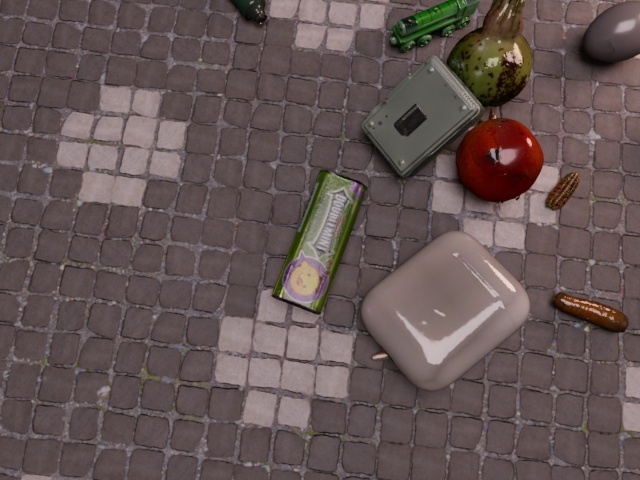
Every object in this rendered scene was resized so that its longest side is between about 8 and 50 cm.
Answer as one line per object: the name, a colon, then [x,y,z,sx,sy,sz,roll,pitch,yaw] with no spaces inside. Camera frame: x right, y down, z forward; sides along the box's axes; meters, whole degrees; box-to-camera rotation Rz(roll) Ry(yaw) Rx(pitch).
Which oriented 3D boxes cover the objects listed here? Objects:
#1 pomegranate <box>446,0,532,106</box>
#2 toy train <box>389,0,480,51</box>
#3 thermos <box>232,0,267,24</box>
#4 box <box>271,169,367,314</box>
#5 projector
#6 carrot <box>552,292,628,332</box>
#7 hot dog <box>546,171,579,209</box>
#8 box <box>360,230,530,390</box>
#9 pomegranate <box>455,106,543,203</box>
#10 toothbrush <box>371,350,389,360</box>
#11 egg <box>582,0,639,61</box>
pomegranate: [0.452,-0.469,1.398,0.203,0.276,0.222,28,42,-15]
toy train: [0.306,-0.595,1.494,0.251,0.119,0.085,-25,81,-7]
thermos: [-0.213,-0.676,1.533,0.073,0.083,0.188,-38,82,14]
box: [0.000,0.000,1.378,0.134,0.097,0.346,21,79,2]
projector: [0.247,-0.306,1.385,0.256,0.099,0.192,-41,79,26]
carrot: [0.665,0.174,1.369,0.186,0.060,0.060,22,79,5]
hot dog: [0.633,-0.130,1.442,0.049,0.037,0.122,37,82,3]
box: [0.290,0.160,1.311,0.349,0.141,0.289,-37,68,-8]
pomegranate: [0.440,-0.208,1.375,0.210,0.210,0.235,4,59,0]
toothbrush: [0.307,0.248,1.366,0.375,0.037,0.028,-13,76,0]
egg: [0.799,-0.553,1.474,0.198,0.146,0.147,-18,79,3]
